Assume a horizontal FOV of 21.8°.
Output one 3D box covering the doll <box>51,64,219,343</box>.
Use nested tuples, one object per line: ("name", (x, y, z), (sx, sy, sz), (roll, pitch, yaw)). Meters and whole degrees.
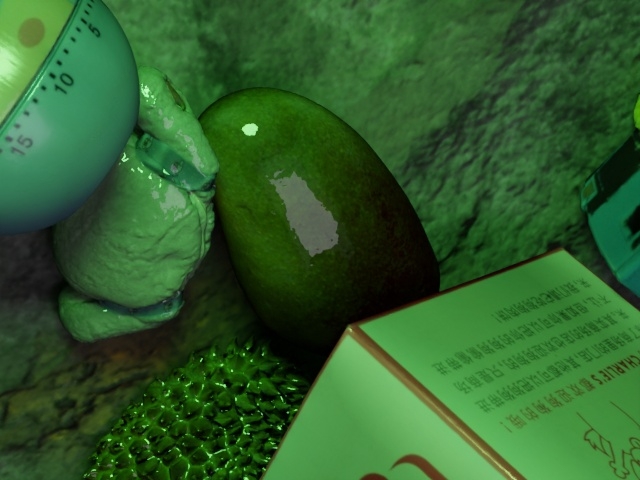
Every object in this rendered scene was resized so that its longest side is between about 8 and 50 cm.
("doll", (-0.121, -0.012, 1.068), (0.103, 0.071, 0.214), (21, 123, 4))

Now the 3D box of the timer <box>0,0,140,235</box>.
("timer", (-0.212, -0.101, 0.900), (0.255, 0.175, 0.175), (31, 103, -41))

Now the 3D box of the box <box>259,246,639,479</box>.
("box", (0.138, 0.227, 1.174), (0.314, 0.312, 0.300), (-17, 141, -52))

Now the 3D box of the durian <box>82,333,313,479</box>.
("durian", (-0.083, 0.168, 1.226), (0.221, 0.095, 0.137), (-48, 134, 0))

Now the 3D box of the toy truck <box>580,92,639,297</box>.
("toy truck", (0.374, -0.096, 1.216), (0.161, 0.162, 0.385), (33, 117, -25))

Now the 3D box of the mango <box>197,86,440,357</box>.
("mango", (0.000, 0.000, 1.139), (0.133, 0.111, 0.267), (-39, 133, 0))
